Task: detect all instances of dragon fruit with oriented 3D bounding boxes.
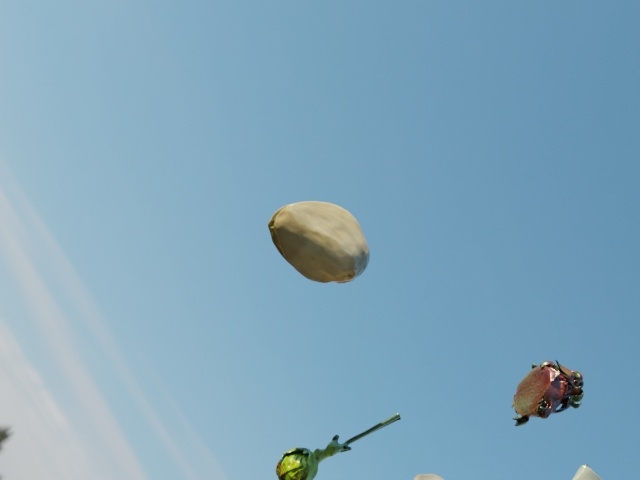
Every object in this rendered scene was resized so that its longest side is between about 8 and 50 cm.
[{"bbox_3d":[0.494,0.326,2.090,0.138,0.175,0.142,-105,-160,-56],"label":"dragon fruit"}]

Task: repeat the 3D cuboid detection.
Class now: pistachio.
[{"bbox_3d":[0.000,0.000,1.821,0.200,0.145,0.117,35,-5,-6],"label":"pistachio"}]

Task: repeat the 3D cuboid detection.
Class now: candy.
[{"bbox_3d":[0.036,0.394,1.864,0.077,0.262,0.073,61,-6,27],"label":"candy"}]

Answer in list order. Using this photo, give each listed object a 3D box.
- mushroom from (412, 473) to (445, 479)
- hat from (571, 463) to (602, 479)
[{"bbox_3d":[0.039,0.442,1.145,0.315,0.356,0.315,13,-14,3],"label":"mushroom"},{"bbox_3d":[0.493,0.506,1.535,0.258,0.168,0.301,40,6,35],"label":"hat"}]
